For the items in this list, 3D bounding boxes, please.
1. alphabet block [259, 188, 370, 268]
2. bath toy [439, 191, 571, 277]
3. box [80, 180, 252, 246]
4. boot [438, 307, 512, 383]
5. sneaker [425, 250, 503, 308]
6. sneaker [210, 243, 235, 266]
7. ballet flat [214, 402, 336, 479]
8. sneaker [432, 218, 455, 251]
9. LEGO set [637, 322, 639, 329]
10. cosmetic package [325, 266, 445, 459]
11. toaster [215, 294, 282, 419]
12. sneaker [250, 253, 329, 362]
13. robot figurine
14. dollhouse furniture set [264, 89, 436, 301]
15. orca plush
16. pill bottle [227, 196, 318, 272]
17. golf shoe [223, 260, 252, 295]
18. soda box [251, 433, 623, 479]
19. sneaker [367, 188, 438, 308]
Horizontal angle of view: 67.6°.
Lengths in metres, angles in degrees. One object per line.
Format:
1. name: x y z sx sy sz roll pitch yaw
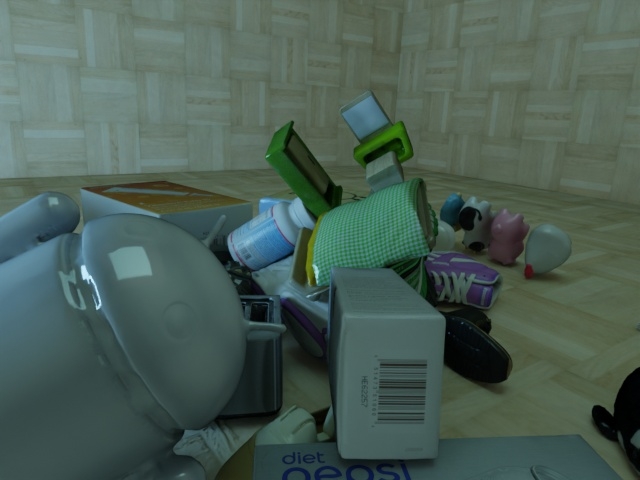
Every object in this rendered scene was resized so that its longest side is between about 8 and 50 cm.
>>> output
1. alphabet block: 0.000 0.000 0.975 0.192 0.193 0.197 9 16 18
2. bath toy: 0.447 -0.004 1.199 0.151 0.129 0.348 37 -4 -38
3. box: -0.336 -0.019 1.034 0.345 0.168 0.215 15 20 40
4. boot: 0.239 0.142 0.727 0.137 0.077 0.198 0 16 -29
5. sneaker: 0.233 0.078 0.905 0.282 0.102 0.161 -8 22 -32
6. sneaker: -0.231 0.097 0.788 0.341 0.125 0.139 -9 48 -49
7. ballet flat: -0.001 0.192 0.489 0.232 0.073 0.080 -8 21 -34
8. sneaker: 0.194 0.000 1.201 0.123 0.106 0.290 -15 12 -38
9. LEGO set: 0.698 0.167 0.788 0.182 0.060 0.244 -10 11 -29
10. cosmetic package: 0.050 0.099 0.469 0.085 0.117 0.231 2 4 -3
11. toaster: -0.131 0.140 0.594 0.168 0.110 0.185 0 16 -5
12. sneaker: -0.003 0.082 0.747 0.152 0.114 0.305 -31 29 -19
13. robot figurine: -0.213 0.105 0.400 0.353 0.300 0.200 -27 -8 -10
14. dollhouse furniture set: 0.030 -0.085 0.684 0.197 0.151 0.301 -27 29 23
15. orca plush: 0.424 0.178 0.555 0.287 0.102 0.151 -10 20 -39
16. pill bottle: -0.078 -0.013 0.842 0.160 0.087 0.087 -30 5 20
17. golf shoe: -0.167 0.075 0.703 0.077 0.094 0.198 -28 -23 29
18. soda box: 0.090 0.220 0.367 0.286 0.091 0.098 1 16 -6
19. sneaker: 0.115 -0.011 0.795 0.134 0.146 0.343 -26 31 23
